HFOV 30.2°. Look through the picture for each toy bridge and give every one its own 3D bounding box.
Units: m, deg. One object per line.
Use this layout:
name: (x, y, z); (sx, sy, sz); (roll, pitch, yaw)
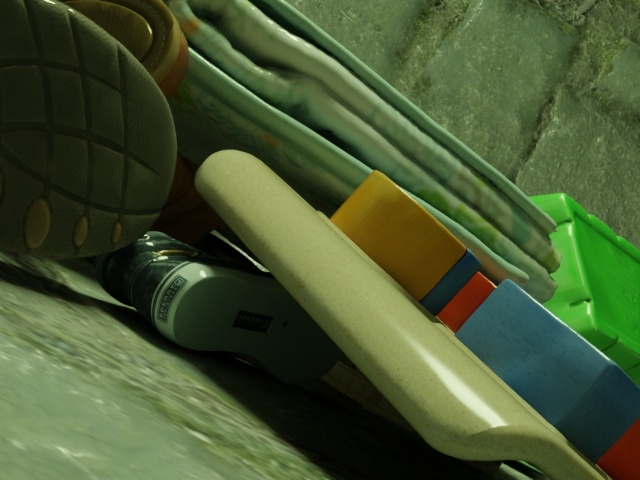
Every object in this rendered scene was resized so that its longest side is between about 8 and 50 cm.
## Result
toy bridge: (0.051, 0.116, 0.867); (0.188, 0.026, 0.063); (28, 3, 26)

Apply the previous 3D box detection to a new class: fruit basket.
fruit basket: (0.206, 0.107, 1.428); (0.391, 0.283, 0.392); (-6, -27, -3)

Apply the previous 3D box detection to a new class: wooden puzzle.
wooden puzzle: (0.117, 0.075, 0.719); (0.348, 0.080, 0.322); (35, 6, -39)

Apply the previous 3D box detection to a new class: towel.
towel: (-0.022, -0.051, 0.968); (0.374, 0.090, 0.320); (37, -21, -12)

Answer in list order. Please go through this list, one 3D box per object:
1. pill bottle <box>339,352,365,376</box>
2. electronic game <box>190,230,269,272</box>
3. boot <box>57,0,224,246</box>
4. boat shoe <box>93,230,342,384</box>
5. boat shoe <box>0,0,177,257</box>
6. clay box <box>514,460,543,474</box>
pill bottle: (0.023, 0.090, 0.959); (0.043, 0.043, 0.083); (27, 1, -42)
electronic game: (-0.094, 0.026, 1.113); (0.229, 0.048, 0.229); (35, 2, -2)
boot: (-0.138, -0.060, 0.844); (0.283, 0.109, 0.220); (-17, -39, 37)
boat shoe: (-0.057, 0.038, 0.752); (0.083, 0.065, 0.183); (29, 2, 37)
boat shoe: (-0.222, -0.088, 0.598); (0.130, 0.132, 0.355); (23, -1, 42)
clay box: (0.150, 0.151, 1.077); (0.127, 0.053, 0.222); (27, -1, 7)
